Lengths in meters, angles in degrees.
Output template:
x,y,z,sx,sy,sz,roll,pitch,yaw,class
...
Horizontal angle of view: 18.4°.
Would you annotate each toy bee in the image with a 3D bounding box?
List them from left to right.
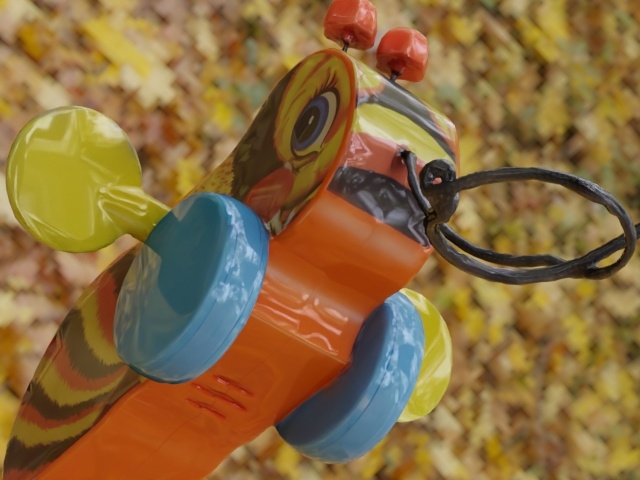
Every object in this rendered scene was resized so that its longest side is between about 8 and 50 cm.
x,y,z,sx,sy,sz,roll,pitch,yaw,class
0.000,0.000,0.739,0.195,0.298,0.162,49,36,-42,toy bee
